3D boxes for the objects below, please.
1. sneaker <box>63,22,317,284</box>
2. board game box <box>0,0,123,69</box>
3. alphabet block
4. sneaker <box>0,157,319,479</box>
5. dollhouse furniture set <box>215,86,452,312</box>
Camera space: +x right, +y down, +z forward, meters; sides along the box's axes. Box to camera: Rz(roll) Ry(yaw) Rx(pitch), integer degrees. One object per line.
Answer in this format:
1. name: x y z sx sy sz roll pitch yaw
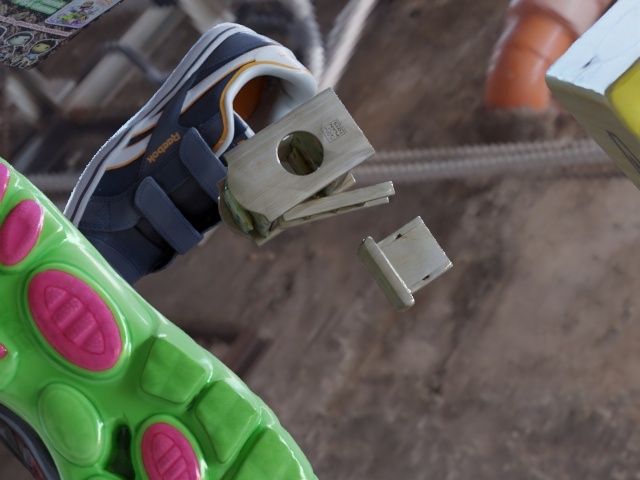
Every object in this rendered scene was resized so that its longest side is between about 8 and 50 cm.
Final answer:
1. sneaker: -0.129 -0.068 1.679 0.127 0.321 0.126 27 -12 39
2. board game box: -0.212 -0.311 1.346 0.291 0.141 0.232 -32 -109 26
3. alphabet block: 0.319 -0.115 1.343 0.193 0.192 0.197 44 1 -11
4. sneaker: -0.138 0.126 1.215 0.483 0.185 0.202 53 0 10
5. dollhouse furniture set: 0.000 0.000 1.278 0.161 0.101 0.182 56 -11 5
